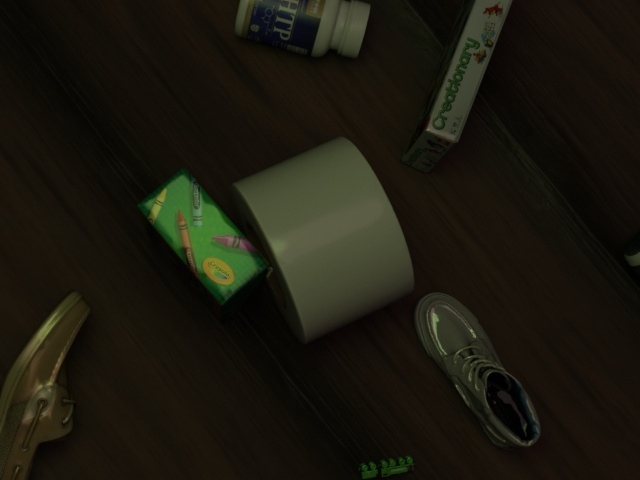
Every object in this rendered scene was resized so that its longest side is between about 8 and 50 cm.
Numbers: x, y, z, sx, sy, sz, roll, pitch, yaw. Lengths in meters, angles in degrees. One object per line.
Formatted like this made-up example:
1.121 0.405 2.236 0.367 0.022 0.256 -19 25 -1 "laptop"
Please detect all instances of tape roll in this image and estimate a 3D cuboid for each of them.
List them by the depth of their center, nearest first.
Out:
0.000 0.000 1.532 0.169 0.246 0.246 -25 84 -10 "tape roll"

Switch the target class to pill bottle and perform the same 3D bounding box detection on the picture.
-0.026 -0.334 1.653 0.186 0.112 0.112 14 79 -3 "pill bottle"

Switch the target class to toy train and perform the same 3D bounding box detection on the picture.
0.096 0.327 1.601 0.083 0.017 0.024 -8 91 -7 "toy train"

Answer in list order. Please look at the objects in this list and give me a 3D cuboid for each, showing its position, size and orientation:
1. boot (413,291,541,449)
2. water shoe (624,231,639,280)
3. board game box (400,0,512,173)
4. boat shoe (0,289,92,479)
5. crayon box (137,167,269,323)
0.229 0.180 1.585 0.095 0.123 0.258 -34 85 -10 "boot"
0.552 -0.006 1.689 0.203 0.073 0.080 -32 107 -6 "water shoe"
0.207 -0.262 1.624 0.053 0.193 0.305 22 78 -2 "board game box"
-0.387 0.232 1.522 0.110 0.121 0.341 28 89 -5 "boat shoe"
-0.156 0.015 1.494 0.081 0.278 0.165 -40 87 -10 "crayon box"
